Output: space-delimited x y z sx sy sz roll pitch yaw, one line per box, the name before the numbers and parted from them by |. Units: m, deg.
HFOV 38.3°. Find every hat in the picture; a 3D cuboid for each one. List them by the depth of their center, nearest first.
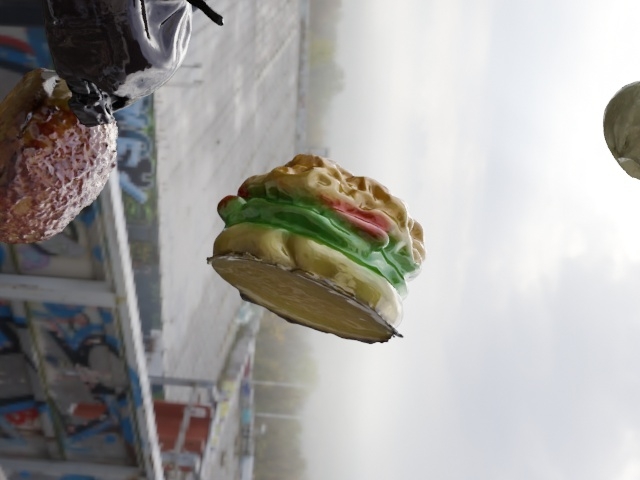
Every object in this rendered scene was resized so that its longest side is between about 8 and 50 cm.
hat | -0.202 -0.307 0.960 0.238 0.209 0.336 -167 -120 -87

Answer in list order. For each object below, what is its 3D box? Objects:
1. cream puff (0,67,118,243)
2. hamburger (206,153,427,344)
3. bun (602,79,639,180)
cream puff | -0.343 -0.100 1.128 0.240 0.164 0.240 -50 -158 29
hamburger | 0.000 0.000 0.973 0.237 0.237 0.149 82 29 -71
bun | 0.227 -0.067 0.622 0.055 0.086 0.086 -55 166 -17
